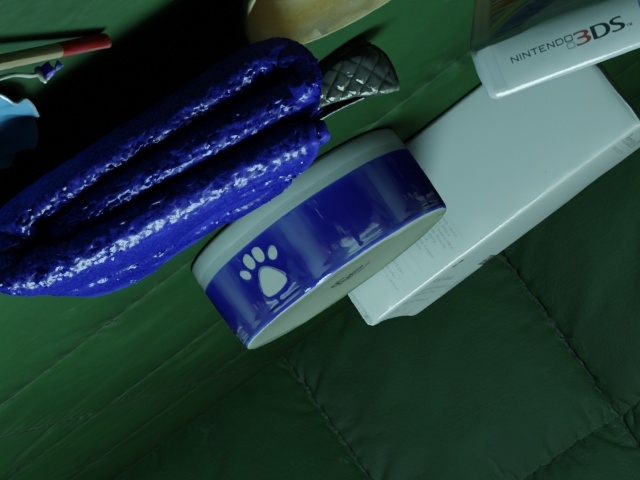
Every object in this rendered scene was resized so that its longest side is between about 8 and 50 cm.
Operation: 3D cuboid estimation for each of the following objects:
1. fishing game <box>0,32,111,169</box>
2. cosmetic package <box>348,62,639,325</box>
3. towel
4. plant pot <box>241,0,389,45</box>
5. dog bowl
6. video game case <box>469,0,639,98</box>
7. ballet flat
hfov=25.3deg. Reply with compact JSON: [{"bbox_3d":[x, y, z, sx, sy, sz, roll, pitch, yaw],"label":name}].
[{"bbox_3d":[-0.222,-0.013,0.756,0.264,0.041,0.189,-40,173,28],"label":"fishing game"},{"bbox_3d":[0.194,-0.074,1.699,0.385,0.156,0.217,-37,170,16],"label":"cosmetic package"},{"bbox_3d":[-0.095,-0.027,0.921,0.228,0.076,0.308,-34,180,-4],"label":"towel"},{"bbox_3d":[0.046,-0.195,0.824,0.236,0.032,0.236,-34,172,-5],"label":"plant pot"},{"bbox_3d":[0.000,0.000,1.512,0.265,0.104,0.265,-35,172,-6],"label":"dog bowl"},{"bbox_3d":[0.231,-0.192,0.796,0.300,0.036,0.329,-20,-160,15],"label":"video game case"},{"bbox_3d":[-0.017,-0.090,1.109,0.173,0.049,0.057,-37,171,11],"label":"ballet flat"}]
